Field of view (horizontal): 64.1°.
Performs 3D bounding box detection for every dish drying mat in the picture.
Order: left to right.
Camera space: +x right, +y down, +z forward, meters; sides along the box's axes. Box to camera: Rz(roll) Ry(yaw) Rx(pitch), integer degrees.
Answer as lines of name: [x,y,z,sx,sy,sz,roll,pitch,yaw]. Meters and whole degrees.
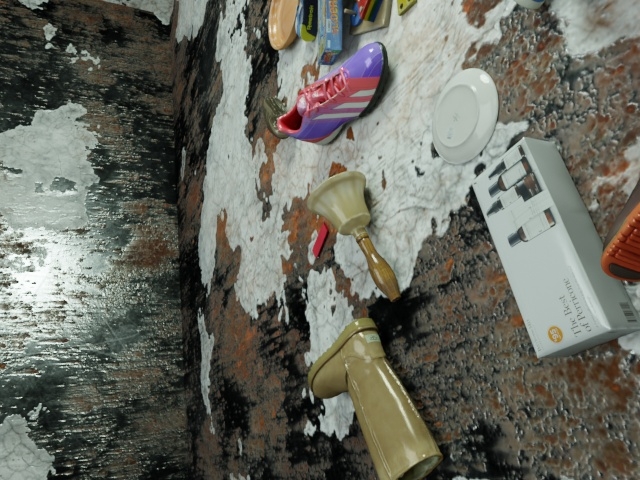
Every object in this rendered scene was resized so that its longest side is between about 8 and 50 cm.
dish drying mat: [0.000,0.000,1.162,0.032,0.008,0.083,64,142,44]

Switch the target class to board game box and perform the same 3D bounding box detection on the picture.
board game box: [0.019,-0.486,1.074,0.136,0.035,0.201,-143,53,-80]

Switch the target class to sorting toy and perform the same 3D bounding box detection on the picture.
sorting toy: [0.091,-0.475,0.981,0.274,0.046,0.132,26,111,60]

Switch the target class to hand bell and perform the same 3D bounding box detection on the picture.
hand bell: [0.082,0.003,0.931,0.242,0.126,0.126,62,142,25]

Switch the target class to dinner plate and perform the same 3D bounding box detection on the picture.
dinner plate: [0.208,-0.185,0.764,0.141,0.017,0.141,-5,84,64]

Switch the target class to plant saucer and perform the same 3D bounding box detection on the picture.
plant saucer: [-0.085,-0.603,1.347,0.200,0.037,0.199,-7,82,63]

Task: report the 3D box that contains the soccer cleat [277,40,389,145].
soccer cleat: [0.020,-0.286,1.026,0.318,0.117,0.108,-31,61,59]

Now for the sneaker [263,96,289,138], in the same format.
sneaker: [-0.111,-0.311,1.364,0.188,0.066,0.071,-108,17,-44]

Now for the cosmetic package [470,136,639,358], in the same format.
cosmetic package: [0.261,0.006,0.593,0.099,0.061,0.238,-50,45,51]

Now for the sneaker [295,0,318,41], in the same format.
sneaker: [-0.032,-0.554,1.222,0.059,0.053,0.144,-133,52,-57]

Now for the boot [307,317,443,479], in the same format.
boot: [0.077,0.307,0.900,0.236,0.089,0.269,-65,36,38]

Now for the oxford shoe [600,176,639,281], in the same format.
oxford shoe: [0.339,-0.076,0.443,0.098,0.097,0.271,-82,14,-53]

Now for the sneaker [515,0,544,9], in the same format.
sneaker: [0.263,-0.366,0.621,0.084,0.058,0.152,136,137,-65]
